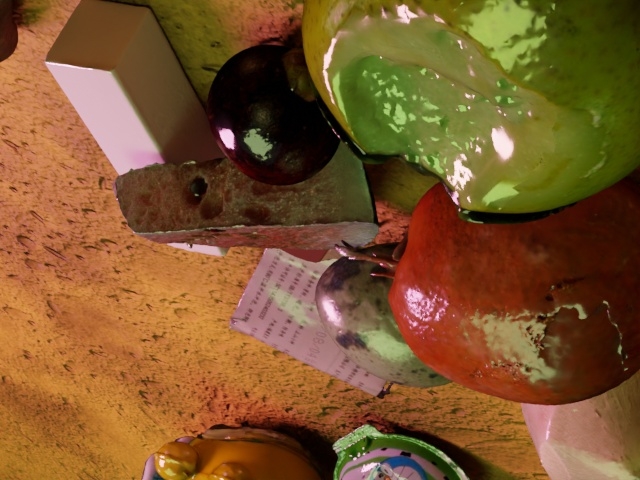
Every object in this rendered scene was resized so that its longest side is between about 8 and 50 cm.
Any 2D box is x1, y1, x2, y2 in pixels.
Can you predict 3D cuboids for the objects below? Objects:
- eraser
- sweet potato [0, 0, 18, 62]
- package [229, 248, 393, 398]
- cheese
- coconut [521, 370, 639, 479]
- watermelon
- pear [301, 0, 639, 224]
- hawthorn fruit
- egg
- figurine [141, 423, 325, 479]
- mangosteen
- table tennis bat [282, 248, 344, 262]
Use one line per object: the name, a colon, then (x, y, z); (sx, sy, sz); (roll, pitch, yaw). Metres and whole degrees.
eraser: (-0.155, -0.100, 1.354); (0.076, 0.078, 0.298); (12, 152, 25)
sweet potato: (-0.286, -0.240, 1.198); (0.114, 0.092, 0.341); (7, 160, -20)
package: (0.007, 0.096, 1.602); (0.204, 0.062, 0.251); (24, 150, -2)
cheese: (0.142, 0.372, 1.891); (0.204, 0.083, 0.320); (-35, 100, 34)
coconut: (0.282, 0.168, 1.346); (0.171, 0.171, 0.183); (41, -169, -30)
watermelon: (-0.071, -0.032, 1.316); (0.241, 0.094, 0.154); (-3, 164, -3)
pear: (0.134, -0.140, 0.940); (0.292, 0.159, 0.292); (19, 151, 11)
hawthorn fruit: (0.146, 0.029, 1.177); (0.299, 0.211, 0.211); (8, 150, 20)
egg: (0.082, 0.068, 1.384); (0.182, 0.141, 0.141); (18, 156, -11)
figurine: (-0.128, 0.383, 2.068); (0.324, 0.231, 0.340); (31, 159, -17)
mangosteen: (-0.024, -0.111, 1.185); (0.140, 0.140, 0.140); (20, 154, 10)
table tennis bat: (0.000, 0.000, 1.472); (0.156, 0.013, 0.087); (28, 144, -4)
